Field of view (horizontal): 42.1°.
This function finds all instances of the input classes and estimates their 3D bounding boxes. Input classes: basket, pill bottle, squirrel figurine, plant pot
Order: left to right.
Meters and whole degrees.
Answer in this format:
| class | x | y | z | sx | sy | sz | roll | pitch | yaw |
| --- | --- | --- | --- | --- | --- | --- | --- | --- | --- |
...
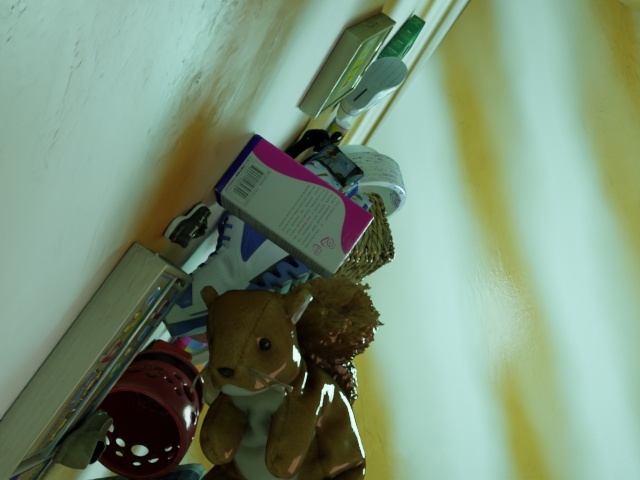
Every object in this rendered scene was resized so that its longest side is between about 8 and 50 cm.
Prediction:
| class | x | y | z | sx | sy | sz | roll | pitch | yaw |
| --- | --- | --- | --- | --- | --- | --- | --- | --- | --- |
| plant pot | -0.306 | 0.301 | 1.483 | 0.191 | 0.191 | 0.174 | -55 | -176 | 19 |
| squirrel figurine | -0.065 | 0.207 | 1.364 | 0.397 | 0.281 | 0.370 | -53 | 135 | -48 |
| basket | 0.000 | 0.000 | 1.992 | 0.223 | 0.213 | 0.299 | -1 | 158 | -29 |
| pill bottle | 0.037 | -0.260 | 2.047 | 0.083 | 0.043 | 0.043 | -56 | 177 | 29 |

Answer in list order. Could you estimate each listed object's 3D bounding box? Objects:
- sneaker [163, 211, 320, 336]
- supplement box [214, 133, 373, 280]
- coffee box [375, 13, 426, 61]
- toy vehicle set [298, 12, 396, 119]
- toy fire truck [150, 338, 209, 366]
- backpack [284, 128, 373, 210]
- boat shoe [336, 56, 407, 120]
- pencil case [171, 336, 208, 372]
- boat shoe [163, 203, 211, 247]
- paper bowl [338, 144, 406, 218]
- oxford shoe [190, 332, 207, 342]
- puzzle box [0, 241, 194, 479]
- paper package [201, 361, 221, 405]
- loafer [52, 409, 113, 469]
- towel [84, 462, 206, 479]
| class | x | y | z | sx | sy | sz | roll | pitch | yaw |
| --- | --- | --- | --- | --- | --- | --- | --- | --- | --- |
| sneaker | -0.156 | 0.035 | 1.463 | 0.316 | 0.182 | 0.127 | -23 | 164 | -19 |
| supplement box | -0.042 | -0.048 | 1.292 | 0.111 | 0.220 | 0.114 | -54 | 178 | -10 |
| coffee box | 0.188 | -0.472 | 2.080 | 0.184 | 0.040 | 0.113 | -53 | 176 | -29 |
| toy vehicle set | 0.054 | -0.325 | 1.527 | 0.166 | 0.035 | 0.267 | -56 | 178 | 27 |
| toy fire truck | -0.310 | 0.277 | 1.752 | 0.217 | 0.159 | 0.246 | -58 | -172 | 49 |
| backpack | -0.042 | -0.050 | 1.676 | 0.276 | 0.213 | 0.263 | -53 | 169 | 34 |
| boat shoe | 0.111 | -0.355 | 1.938 | 0.226 | 0.083 | 0.076 | -37 | 179 | -34 |
| pencil case | -0.322 | 0.277 | 1.947 | 0.236 | 0.104 | 0.104 | -52 | 178 | -6 |
| boat shoe | -0.179 | -0.020 | 1.178 | 0.046 | 0.038 | 0.125 | -55 | 178 | 17 |
| paper bowl | 0.072 | -0.143 | 2.155 | 0.284 | 0.284 | 0.148 | 122 | -37 | -59 |
| oxford shoe | -0.176 | 0.089 | 1.871 | 0.348 | 0.123 | 0.130 | -54 | 172 | -50 |
| puzzle box | -0.324 | 0.190 | 1.117 | 0.408 | 0.052 | 0.272 | -54 | 177 | -5 |
| paper package | -0.190 | 0.302 | 2.148 | 0.309 | 0.325 | 0.168 | -53 | 177 | -14 |
| loafer | -0.327 | 0.287 | 1.175 | 0.056 | 0.050 | 0.148 | -54 | 178 | 13 |
| towel | -0.375 | 0.455 | 1.439 | 0.312 | 0.325 | 0.056 | 102 | -20 | -84 |
